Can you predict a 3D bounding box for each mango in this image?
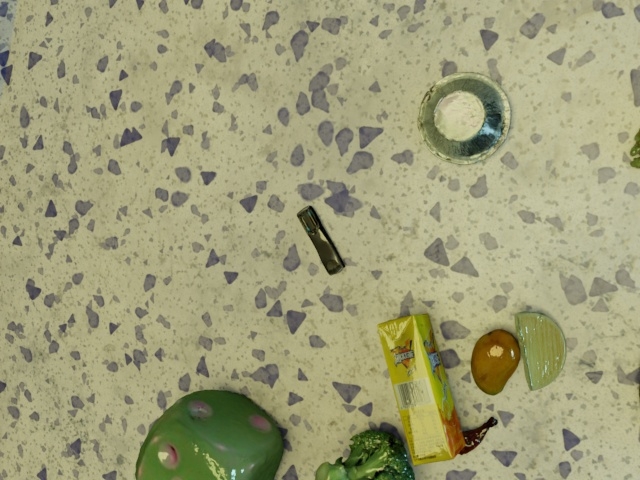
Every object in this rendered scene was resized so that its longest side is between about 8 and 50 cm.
[{"bbox_3d":[0.432,0.300,1.458,0.115,0.089,0.165,30,109,10],"label":"mango"}]

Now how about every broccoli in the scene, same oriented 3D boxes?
[{"bbox_3d":[0.118,0.633,1.543,0.270,0.270,0.270,15,103,-21],"label":"broccoli"}]

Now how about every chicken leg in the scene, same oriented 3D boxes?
[{"bbox_3d":[0.366,0.515,1.525,0.205,0.053,0.093,-11,75,21],"label":"chicken leg"}]

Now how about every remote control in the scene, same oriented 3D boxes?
[{"bbox_3d":[0.000,0.000,1.664,0.059,0.028,0.212,-33,80,22],"label":"remote control"}]

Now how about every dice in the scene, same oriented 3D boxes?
[{"bbox_3d":[-0.323,0.650,1.700,0.330,0.318,0.322,30,105,20],"label":"dice"}]

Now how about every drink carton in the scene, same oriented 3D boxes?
[{"bbox_3d":[0.256,0.367,1.479,0.111,0.154,0.351,-20,77,22],"label":"drink carton"}]

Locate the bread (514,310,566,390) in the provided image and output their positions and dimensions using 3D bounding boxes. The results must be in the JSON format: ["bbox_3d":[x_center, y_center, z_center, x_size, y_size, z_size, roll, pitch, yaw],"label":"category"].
[{"bbox_3d":[0.540,0.258,1.417,0.112,0.036,0.193,-12,92,-6],"label":"bread"}]

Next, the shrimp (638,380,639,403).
[{"bbox_3d":[0.790,0.329,1.311,0.133,0.053,0.236,-5,95,27],"label":"shrimp"}]

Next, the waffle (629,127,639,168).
[{"bbox_3d":[0.786,-0.214,1.283,0.169,0.036,0.184,24,103,23],"label":"waffle"}]

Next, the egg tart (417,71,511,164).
[{"bbox_3d":[0.353,-0.304,1.446,0.234,0.094,0.234,2,96,23],"label":"egg tart"}]
